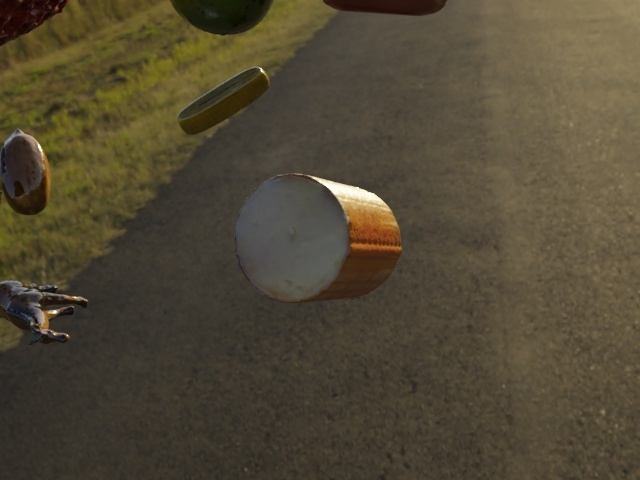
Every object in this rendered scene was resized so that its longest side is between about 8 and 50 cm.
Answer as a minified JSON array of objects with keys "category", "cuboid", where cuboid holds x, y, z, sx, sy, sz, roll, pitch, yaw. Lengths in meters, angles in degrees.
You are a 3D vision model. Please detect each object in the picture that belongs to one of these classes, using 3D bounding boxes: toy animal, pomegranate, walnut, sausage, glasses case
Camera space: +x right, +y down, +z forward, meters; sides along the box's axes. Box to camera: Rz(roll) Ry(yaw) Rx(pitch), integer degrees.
[{"category":"toy animal","cuboid":[-0.440,0.115,1.289,0.224,0.066,0.229,15,4,17]},{"category":"pomegranate","cuboid":[-0.162,-0.453,1.351,0.202,0.248,0.202,6,37,-5]},{"category":"walnut","cuboid":[-0.658,-0.152,1.837,0.116,0.207,0.116,-13,-10,-2]},{"category":"sausage","cuboid":[0.000,0.000,1.548,0.233,0.233,0.287,-4,-4,22]},{"category":"glasses case","cuboid":[-0.226,-0.325,1.935,0.234,0.079,0.064,-31,66,2]},{"category":"sausage","cuboid":[0.086,-0.359,1.172,0.194,0.077,0.077,10,29,20]}]

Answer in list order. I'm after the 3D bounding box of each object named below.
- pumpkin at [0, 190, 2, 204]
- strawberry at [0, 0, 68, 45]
[{"category":"pumpkin","cuboid":[-0.558,-0.055,1.340,0.101,0.035,0.073,-34,37,-24]},{"category":"strawberry","cuboid":[-0.467,-0.393,1.071,0.292,0.292,0.310,8,43,42]}]
